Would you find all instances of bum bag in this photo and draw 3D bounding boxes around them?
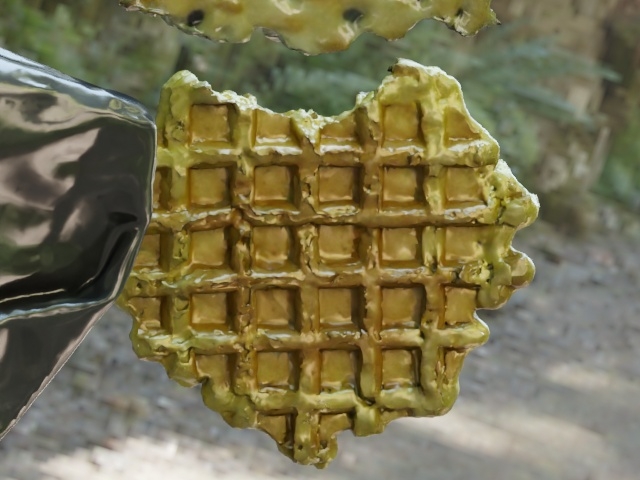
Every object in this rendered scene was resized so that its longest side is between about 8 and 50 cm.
[{"bbox_3d":[-0.164,-0.027,0.531,0.248,0.123,0.060,22,16,-32],"label":"bum bag"}]

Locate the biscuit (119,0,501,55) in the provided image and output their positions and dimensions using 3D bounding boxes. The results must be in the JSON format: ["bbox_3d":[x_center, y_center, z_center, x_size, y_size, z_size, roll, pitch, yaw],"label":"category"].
[{"bbox_3d":[0.027,-0.155,0.720,0.144,0.203,0.016,18,15,-18],"label":"biscuit"}]

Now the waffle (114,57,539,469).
[{"bbox_3d":[0.000,0.000,1.226,0.291,0.291,0.051,17,8,-10],"label":"waffle"}]
